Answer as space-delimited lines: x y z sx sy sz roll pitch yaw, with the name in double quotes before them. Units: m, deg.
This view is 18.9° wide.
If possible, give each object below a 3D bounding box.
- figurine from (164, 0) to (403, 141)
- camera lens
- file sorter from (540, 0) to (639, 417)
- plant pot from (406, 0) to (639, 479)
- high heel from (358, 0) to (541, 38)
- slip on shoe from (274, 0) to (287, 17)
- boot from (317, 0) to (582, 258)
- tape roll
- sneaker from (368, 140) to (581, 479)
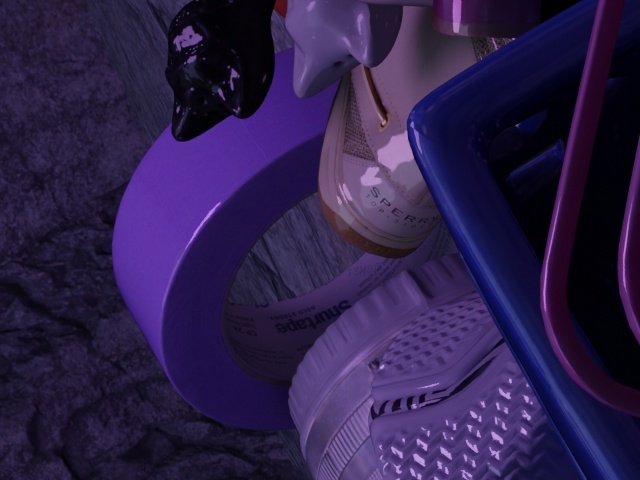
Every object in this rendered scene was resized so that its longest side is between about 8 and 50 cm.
"figurine" -0.001 -0.161 1.005 0.092 0.209 0.215 25 162 -25
"camera lens" 0.127 0.170 1.266 0.274 0.219 0.219 57 168 31
"file sorter" 0.172 -0.046 0.371 0.290 0.182 0.202 138 145 -80
"plant pot" 0.181 0.023 0.630 0.236 0.236 0.212 61 177 10
"high heel" 0.049 -0.148 0.755 0.244 0.082 0.117 -95 7 -78
"slip on shoe" -0.005 -0.191 1.352 0.331 0.101 0.123 66 168 -24
"boot" 0.082 -0.143 1.023 0.203 0.095 0.262 -42 33 52
"tape roll" 0.000 0.000 1.313 0.090 0.274 0.275 55 167 41
"sneaker" 0.151 0.083 0.897 0.210 0.137 0.366 57 -153 -13
